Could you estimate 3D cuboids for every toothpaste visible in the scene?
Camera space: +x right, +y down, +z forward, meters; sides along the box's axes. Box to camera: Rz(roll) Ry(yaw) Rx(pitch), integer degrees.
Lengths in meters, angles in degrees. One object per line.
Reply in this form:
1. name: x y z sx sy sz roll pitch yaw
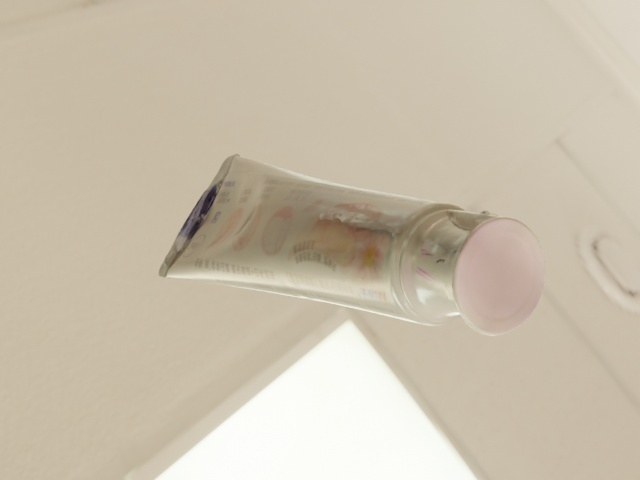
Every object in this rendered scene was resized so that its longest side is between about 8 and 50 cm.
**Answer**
1. toothpaste: 0.000 0.000 0.794 0.066 0.100 0.323 36 167 -32
